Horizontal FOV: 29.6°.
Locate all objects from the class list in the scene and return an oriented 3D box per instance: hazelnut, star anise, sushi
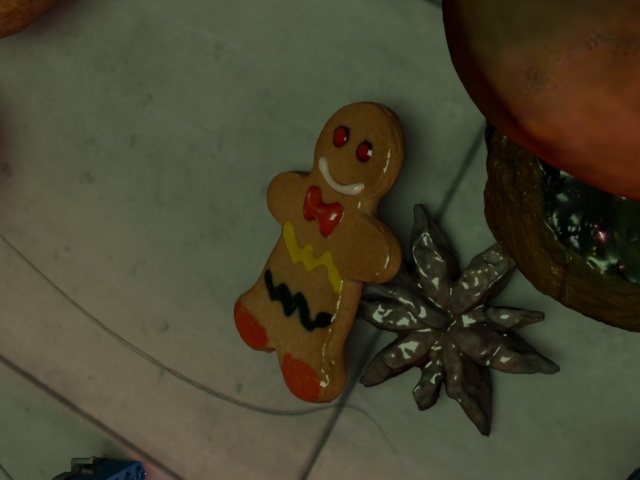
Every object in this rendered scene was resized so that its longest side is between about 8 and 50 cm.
[{"bbox_3d":[0.241,-0.192,0.726,0.366,0.366,0.365,2,96,21],"label":"hazelnut"},{"bbox_3d":[0.109,0.068,0.999,0.182,0.065,0.195,39,105,13],"label":"star anise"},{"bbox_3d":[0.226,-0.013,0.897,0.287,0.149,0.140,37,119,15],"label":"sushi"}]

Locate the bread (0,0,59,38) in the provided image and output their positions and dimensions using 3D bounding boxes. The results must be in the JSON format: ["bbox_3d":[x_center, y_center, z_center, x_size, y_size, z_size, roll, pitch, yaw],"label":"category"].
[{"bbox_3d":[-0.301,-0.293,1.092,0.230,0.123,0.230,1,94,19],"label":"bread"}]

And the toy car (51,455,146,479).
[{"bbox_3d":[-0.187,0.293,1.119,0.100,0.097,0.191,-3,95,20],"label":"toy car"}]

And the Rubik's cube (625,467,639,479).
[{"bbox_3d":[0.325,0.260,0.837,0.231,0.225,0.221,-26,84,30],"label":"Rubik's cube"}]

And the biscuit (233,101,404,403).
[{"bbox_3d":[-0.001,0.000,1.014,0.165,0.036,0.250,38,113,42],"label":"biscuit"}]
